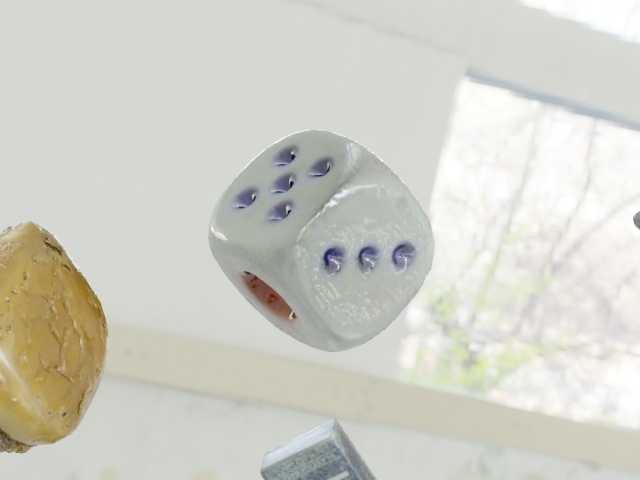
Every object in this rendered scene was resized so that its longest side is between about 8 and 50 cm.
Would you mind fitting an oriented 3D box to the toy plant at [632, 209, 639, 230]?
[{"bbox_3d":[0.421,0.013,1.552,0.243,0.112,0.232,13,4,-7],"label":"toy plant"}]

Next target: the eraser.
[{"bbox_3d":[0.030,0.291,1.750,0.092,0.212,0.046,-27,20,16],"label":"eraser"}]

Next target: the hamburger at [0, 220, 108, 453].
[{"bbox_3d":[-0.285,0.095,1.555,0.108,0.213,0.214,-11,-12,23],"label":"hamburger"}]

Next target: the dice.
[{"bbox_3d":[0.000,0.000,1.928,0.194,0.192,0.193,18,-31,52],"label":"dice"}]
